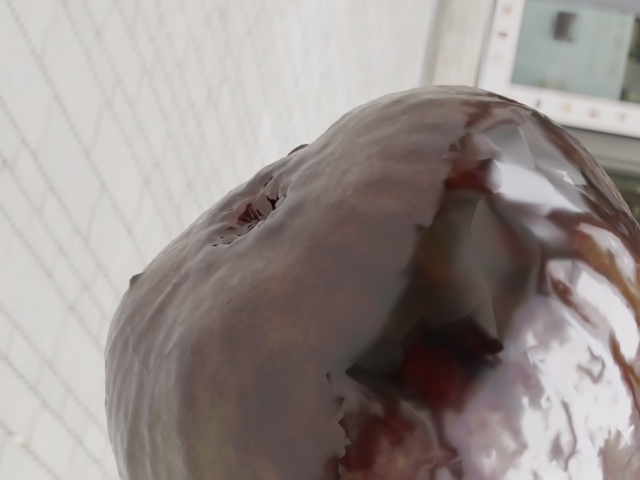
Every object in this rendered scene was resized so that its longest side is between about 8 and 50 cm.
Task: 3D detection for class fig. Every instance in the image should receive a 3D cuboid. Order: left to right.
[{"bbox_3d":[0.069,0.097,0.642,0.321,0.217,0.217,48,39,-27],"label":"fig"}]

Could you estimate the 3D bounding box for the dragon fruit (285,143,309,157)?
[{"bbox_3d":[0.006,-0.001,1.165,0.130,0.121,0.142,21,-73,58],"label":"dragon fruit"}]
